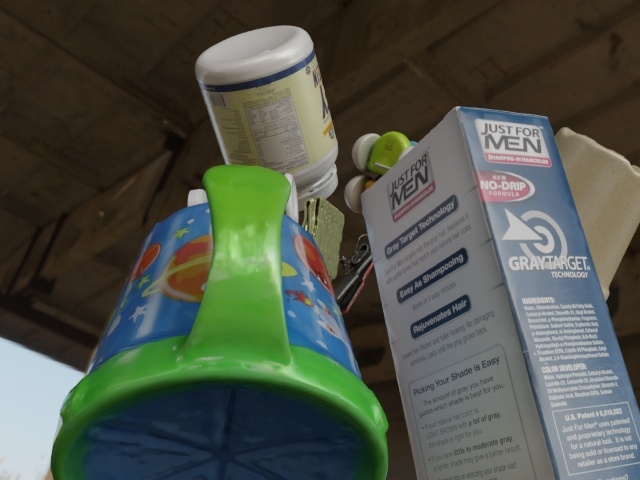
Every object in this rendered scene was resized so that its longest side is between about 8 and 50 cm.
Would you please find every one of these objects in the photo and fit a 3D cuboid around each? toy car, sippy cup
[{"bbox_3d":[0.143,-0.115,1.436,0.136,0.182,0.159,-5,21,-45],"label":"toy car"},{"bbox_3d":[-0.074,0.093,0.606,0.240,0.224,0.305,35,-61,-29],"label":"sippy cup"}]

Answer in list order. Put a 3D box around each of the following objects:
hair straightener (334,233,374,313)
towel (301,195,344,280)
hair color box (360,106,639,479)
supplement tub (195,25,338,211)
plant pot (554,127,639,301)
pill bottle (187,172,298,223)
[{"bbox_3d":[0.088,0.064,1.837,0.047,0.230,0.089,7,-36,54],"label":"hair straightener"},{"bbox_3d":[0.000,0.000,1.043,0.027,0.110,0.148,7,-4,18],"label":"towel"},{"bbox_3d":[0.145,0.084,0.629,0.105,0.347,0.174,0,-22,-27],"label":"hair color box"},{"bbox_3d":[-0.097,-0.238,1.521,0.235,0.235,0.325,-1,-57,24],"label":"supplement tub"},{"bbox_3d":[0.513,-0.048,1.557,0.333,0.334,0.306,25,-75,-19],"label":"plant pot"},{"bbox_3d":[-0.135,-0.061,1.336,0.184,0.103,0.103,-5,-32,4],"label":"pill bottle"}]
